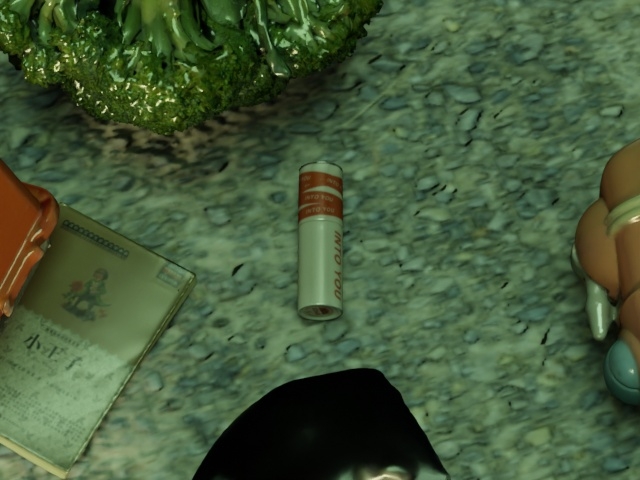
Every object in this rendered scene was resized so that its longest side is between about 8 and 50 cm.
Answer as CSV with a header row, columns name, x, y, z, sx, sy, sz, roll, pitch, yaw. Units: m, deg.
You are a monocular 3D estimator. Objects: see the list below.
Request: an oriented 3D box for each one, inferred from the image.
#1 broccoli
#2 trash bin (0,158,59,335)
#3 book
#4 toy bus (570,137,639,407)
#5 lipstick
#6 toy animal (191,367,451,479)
name,x,y,z,sx,sy,sz,roll,pitch,yaw
broccoli,-0.116,-0.225,1.168,0.304,0.283,0.321,25,49,20
trash bin,-0.323,-0.016,1.080,0.161,0.238,0.184,17,67,18
book,-0.209,0.077,1.169,0.138,0.016,0.198,28,68,11
toy bus,0.320,0.032,1.119,0.232,0.194,0.287,-11,67,2
lipstick,0.000,0.000,1.199,0.038,0.038,0.130,1,66,-2
toy animal,-0.047,0.248,0.991,0.310,0.251,0.251,-26,69,-7
